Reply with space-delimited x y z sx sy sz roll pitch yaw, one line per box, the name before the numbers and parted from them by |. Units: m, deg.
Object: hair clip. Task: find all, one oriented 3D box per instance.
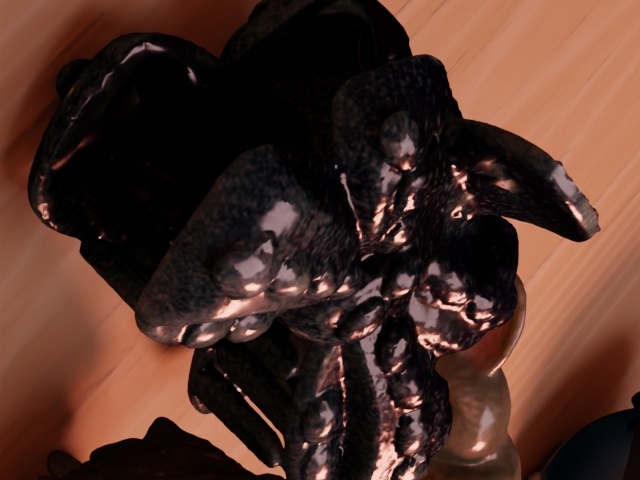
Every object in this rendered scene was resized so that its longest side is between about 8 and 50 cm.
hair clip | 0.005 -0.003 0.929 0.206 0.194 0.310 -45 150 -8

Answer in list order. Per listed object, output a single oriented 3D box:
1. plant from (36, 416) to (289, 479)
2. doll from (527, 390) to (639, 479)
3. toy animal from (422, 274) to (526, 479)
plant | -0.087 0.167 0.953 0.129 0.194 0.132 -23 110 -47
doll | 0.283 0.254 1.547 0.310 0.240 0.284 47 54 -60
toy animal | 0.084 0.130 1.276 0.108 0.138 0.236 -7 106 -7
